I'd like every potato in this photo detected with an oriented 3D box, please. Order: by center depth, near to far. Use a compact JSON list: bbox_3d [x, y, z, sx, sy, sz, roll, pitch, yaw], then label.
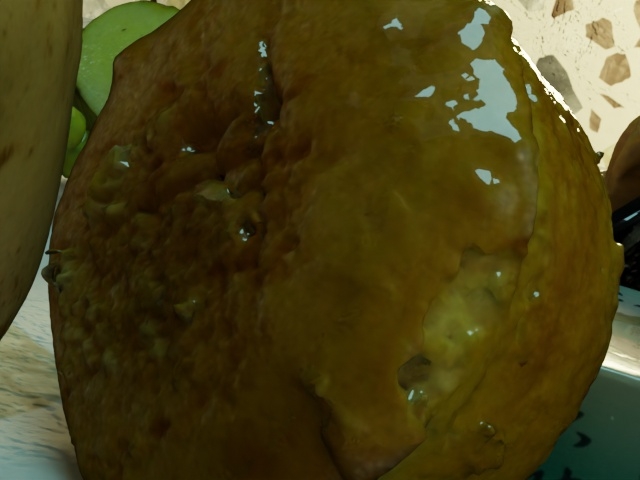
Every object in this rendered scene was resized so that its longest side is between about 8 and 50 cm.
[{"bbox_3d":[-0.123,-0.099,1.172,0.176,0.141,0.298,54,-14,-18],"label":"potato"}]

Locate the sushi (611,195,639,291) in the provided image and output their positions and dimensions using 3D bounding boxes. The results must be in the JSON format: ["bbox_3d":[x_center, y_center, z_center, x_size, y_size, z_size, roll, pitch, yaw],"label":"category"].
[{"bbox_3d":[0.239,0.040,0.933,0.172,0.150,0.153,-32,0,-8],"label":"sushi"}]

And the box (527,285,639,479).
[{"bbox_3d":[0.161,0.089,0.730,0.153,0.092,0.245,16,10,14],"label":"box"}]

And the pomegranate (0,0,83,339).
[{"bbox_3d":[-0.213,-0.043,0.414,0.319,0.319,0.319,14,10,-2],"label":"pomegranate"}]

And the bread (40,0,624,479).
[{"bbox_3d":[0.000,0.000,0.617,0.145,0.268,0.268,27,-2,-43],"label":"bread"}]

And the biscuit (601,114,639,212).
[{"bbox_3d":[0.319,-0.012,1.036,0.376,0.269,0.051,-7,44,21],"label":"biscuit"}]

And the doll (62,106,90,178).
[{"bbox_3d":[-0.331,-0.142,1.028,0.341,0.099,0.346,3,-19,39],"label":"doll"}]
